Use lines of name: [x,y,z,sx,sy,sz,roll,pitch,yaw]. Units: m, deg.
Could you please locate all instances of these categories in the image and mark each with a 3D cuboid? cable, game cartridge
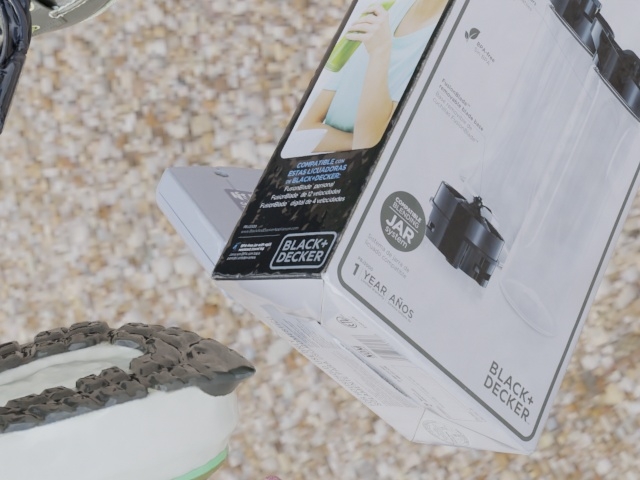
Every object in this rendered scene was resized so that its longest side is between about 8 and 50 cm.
cable: [-0.301,-0.164,1.160,0.047,0.150,0.184,-17,55,61]
game cartridge: [0.000,0.000,1.389,0.196,0.294,0.060,54,128,47]

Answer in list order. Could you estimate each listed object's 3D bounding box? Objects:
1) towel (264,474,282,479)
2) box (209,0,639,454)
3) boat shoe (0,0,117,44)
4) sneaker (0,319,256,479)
towel: [0.062,0.471,2.041,0.329,0.037,0.237,33,158,42]
box: [0.084,-0.056,0.766,0.087,0.169,0.290,-2,56,50]
boat shoe: [-0.303,-0.244,1.443,0.305,0.091,0.109,-11,108,38]
sneaker: [-0.191,0.174,0.599,0.158,0.410,0.182,10,114,55]
